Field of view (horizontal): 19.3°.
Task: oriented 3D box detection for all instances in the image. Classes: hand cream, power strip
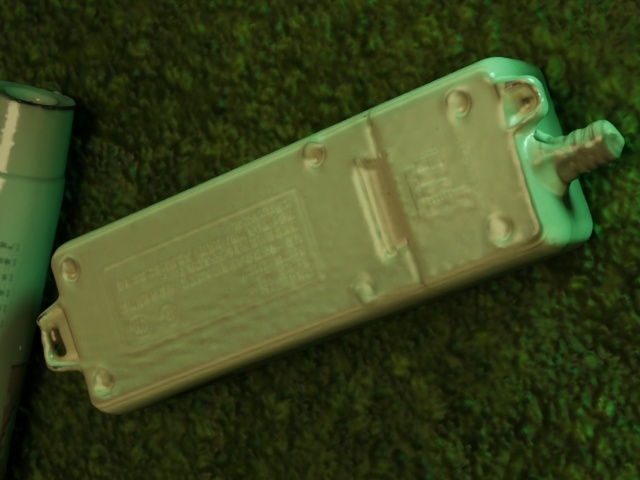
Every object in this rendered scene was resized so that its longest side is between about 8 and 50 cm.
[{"bbox_3d":[-0.198,0.076,1.057,0.085,0.058,0.331,21,103,26],"label":"hand cream"},{"bbox_3d":[0.000,0.000,0.938,0.338,0.058,0.098,-22,81,30],"label":"power strip"}]
